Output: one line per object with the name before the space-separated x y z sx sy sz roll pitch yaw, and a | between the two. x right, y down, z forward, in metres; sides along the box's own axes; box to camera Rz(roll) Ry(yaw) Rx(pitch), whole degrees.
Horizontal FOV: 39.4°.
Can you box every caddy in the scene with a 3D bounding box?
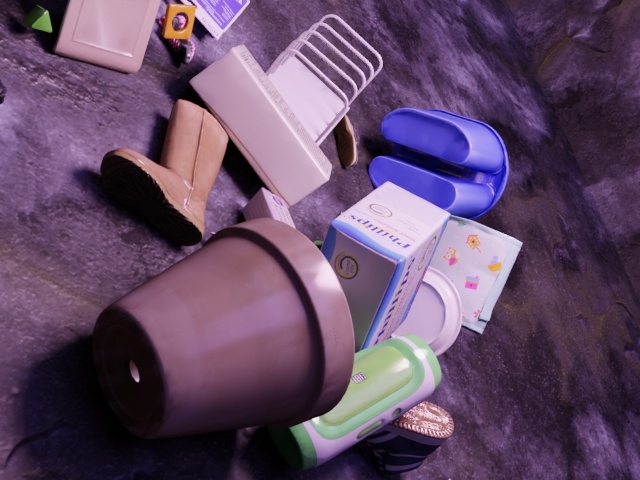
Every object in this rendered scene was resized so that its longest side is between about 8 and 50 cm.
caddy | 0.283 -0.185 2.134 0.341 0.241 0.179 26 15 40

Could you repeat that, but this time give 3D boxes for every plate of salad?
plate of salad | 0.202 0.149 1.858 0.048 0.200 0.199 3 62 -63

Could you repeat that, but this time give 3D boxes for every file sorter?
file sorter | -0.007 -0.350 1.958 0.193 0.173 0.277 42 35 -5

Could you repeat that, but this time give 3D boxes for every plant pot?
plant pot | -0.158 0.151 1.294 0.280 0.323 0.323 -17 79 -41

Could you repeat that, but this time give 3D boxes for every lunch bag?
lunch bag | 0.298 0.066 1.930 0.160 0.262 0.223 28 87 -41

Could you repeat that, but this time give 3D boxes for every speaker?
speaker | 0.060 0.269 1.519 0.297 0.131 0.131 -26 86 -26

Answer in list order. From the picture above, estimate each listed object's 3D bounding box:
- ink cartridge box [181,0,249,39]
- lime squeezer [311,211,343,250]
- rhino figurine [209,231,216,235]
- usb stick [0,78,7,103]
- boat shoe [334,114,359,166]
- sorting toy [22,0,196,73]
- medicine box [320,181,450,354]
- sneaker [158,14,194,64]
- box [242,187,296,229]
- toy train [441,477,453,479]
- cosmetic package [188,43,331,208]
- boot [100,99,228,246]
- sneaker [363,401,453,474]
ink cartridge box | -0.263 -0.535 1.898 0.206 0.045 0.208 47 36 -18
lime squeezer | 0.000 0.000 1.829 0.310 0.059 0.110 -15 78 -56
rhino figurine | -0.125 0.085 1.573 0.243 0.073 0.106 58 28 0
usb stick | -0.558 -0.318 1.318 0.077 0.045 0.278 -33 93 -51
boat shoe | 0.070 -0.236 2.114 0.049 0.056 0.152 19 50 -40
sorting toy | -0.365 -0.399 1.552 0.047 0.196 0.348 32 16 35
medicine box | 0.094 0.066 1.682 0.149 0.263 0.289 28 29 15
sneaker | -0.288 -0.397 1.764 0.057 0.047 0.119 6 53 -45
box | -0.066 0.029 1.592 0.063 0.067 0.324 31 21 -36
toy train | 0.340 0.591 1.770 0.334 0.142 0.190 33 29 -34
cosmetic package | -0.111 -0.226 1.762 0.309 0.113 0.160 53 11 -10
boot | -0.266 -0.150 1.558 0.236 0.089 0.269 51 32 -38
sneaker | 0.088 0.340 1.661 0.282 0.153 0.099 21 43 -3
